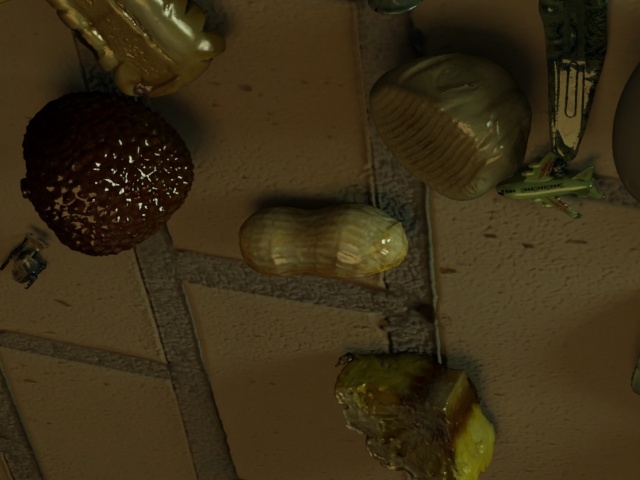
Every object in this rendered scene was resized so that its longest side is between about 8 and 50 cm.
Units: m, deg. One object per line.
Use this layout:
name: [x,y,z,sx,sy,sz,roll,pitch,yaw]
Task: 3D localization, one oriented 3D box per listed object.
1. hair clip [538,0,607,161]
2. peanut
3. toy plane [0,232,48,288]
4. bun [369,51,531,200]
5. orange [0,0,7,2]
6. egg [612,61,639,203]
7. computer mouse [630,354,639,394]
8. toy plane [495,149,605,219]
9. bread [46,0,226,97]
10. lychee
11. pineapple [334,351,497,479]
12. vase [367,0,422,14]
hair clip: [0.239,-0.171,1.668,0.066,0.036,0.229,7,134,13]
peanut: [0.000,0.000,1.958,0.207,0.087,0.087,0,138,29]
toy plane: [-0.375,0.026,2.228,0.049,0.031,0.121,40,143,-8]
bun: [0.138,-0.125,1.712,0.173,0.113,0.166,14,144,51]
orange: [-0.350,-0.354,1.571,0.329,0.249,0.329,10,148,7]
egg: [0.356,-0.106,1.575,0.176,0.176,0.232,26,150,-4]
computer mouse: [0.407,0.142,1.939,0.113,0.068,0.229,15,142,12]
toy plane: [0.236,-0.058,1.804,0.111,0.040,0.102,2,137,26]
bread: [-0.196,-0.243,1.766,0.134,0.081,0.225,-15,128,32]
lychee: [-0.241,-0.074,1.915,0.194,0.194,0.194,14,142,11]
pineapple: [0.124,0.219,2.144,0.236,0.114,0.186,37,141,-13]
vase: [0.052,-0.286,1.604,0.059,0.059,0.167,3,139,24]
